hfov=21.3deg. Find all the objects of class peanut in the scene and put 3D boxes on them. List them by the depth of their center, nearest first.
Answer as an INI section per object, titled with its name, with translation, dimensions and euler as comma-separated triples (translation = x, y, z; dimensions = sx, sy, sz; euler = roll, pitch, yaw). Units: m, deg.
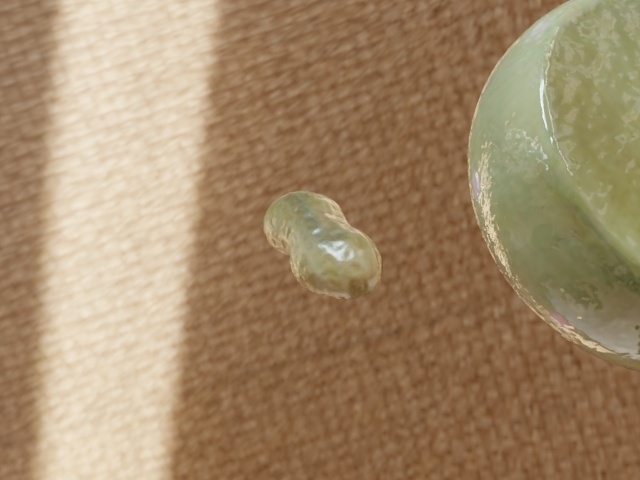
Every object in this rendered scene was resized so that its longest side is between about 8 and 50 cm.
[peanut]
translation = 0.000, 0.000, 0.744
dimensions = 0.037, 0.083, 0.037
euler = -9, 117, -19

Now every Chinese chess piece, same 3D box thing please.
[Chinese chess piece]
translation = 0.196, -0.035, 0.961
dimensions = 0.238, 0.238, 0.092
euler = 38, 143, -1
